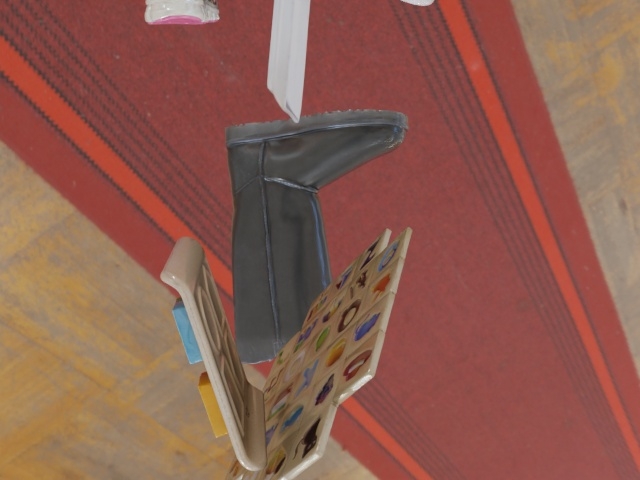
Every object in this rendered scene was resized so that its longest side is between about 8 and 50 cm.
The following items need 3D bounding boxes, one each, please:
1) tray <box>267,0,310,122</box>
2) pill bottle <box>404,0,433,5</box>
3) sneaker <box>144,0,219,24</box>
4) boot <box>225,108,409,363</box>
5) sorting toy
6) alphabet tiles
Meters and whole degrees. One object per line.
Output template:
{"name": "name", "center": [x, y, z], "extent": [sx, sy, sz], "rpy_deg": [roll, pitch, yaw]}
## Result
{"name": "tray", "center": [-0.035, -0.286, 0.896], "extent": [0.030, 0.145, 0.271], "rpy_deg": [5, 93, 4]}
{"name": "pill bottle", "center": [0.091, -0.288, 0.654], "extent": [0.078, 0.078, 0.137], "rpy_deg": [4, 124, -29]}
{"name": "sneaker", "center": [-0.121, -0.227, 0.639], "extent": [0.063, 0.170, 0.075], "rpy_deg": [0, 108, -5]}
{"name": "boot", "center": [-0.002, 0.000, 1.370], "extent": [0.366, 0.446, 0.146], "rpy_deg": [-4, 177, 24]}
{"name": "sorting toy", "center": [-0.110, 0.107, 0.751], "extent": [0.038, 0.193, 0.208], "rpy_deg": [-21, 102, -1]}
{"name": "alphabet tiles", "center": [-0.004, 0.134, 0.813], "extent": [0.011, 0.343, 0.285], "rpy_deg": [36, 128, -10]}
